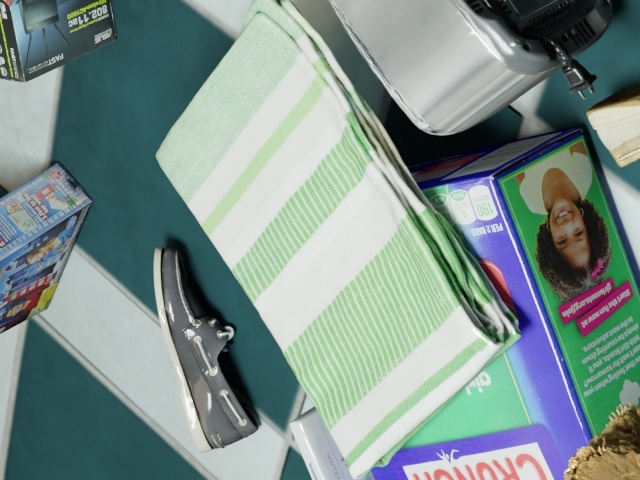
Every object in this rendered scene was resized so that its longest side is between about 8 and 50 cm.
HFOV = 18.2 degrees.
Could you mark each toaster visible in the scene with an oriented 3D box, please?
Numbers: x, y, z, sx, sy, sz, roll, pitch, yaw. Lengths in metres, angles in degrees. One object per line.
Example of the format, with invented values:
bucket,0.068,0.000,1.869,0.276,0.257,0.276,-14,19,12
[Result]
toaster,0.104,-0.176,1.435,0.227,0.129,0.146,55,145,4

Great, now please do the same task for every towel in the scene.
towel,0.000,0.000,1.538,0.325,0.038,0.248,56,140,14

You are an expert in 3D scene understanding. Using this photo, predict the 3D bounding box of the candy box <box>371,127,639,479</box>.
candy box,0.133,0.095,1.567,0.268,0.122,0.317,-12,104,51

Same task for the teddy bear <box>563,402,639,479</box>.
teddy bear,0.313,0.252,1.378,0.338,0.245,0.113,11,167,5

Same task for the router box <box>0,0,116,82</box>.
router box,-0.244,-0.206,1.802,0.038,0.122,0.092,13,122,38

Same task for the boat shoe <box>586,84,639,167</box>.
boat shoe,0.256,-0.083,1.376,0.170,0.063,0.059,-7,109,59

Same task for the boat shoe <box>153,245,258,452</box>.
boat shoe,-0.110,0.098,1.906,0.065,0.075,0.206,-13,100,7

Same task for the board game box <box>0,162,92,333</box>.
board game box,-0.340,0.034,1.996,0.060,0.194,0.194,48,139,16

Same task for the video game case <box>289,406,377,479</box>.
video game case,0.057,0.183,1.675,0.019,0.157,0.143,-15,101,48
